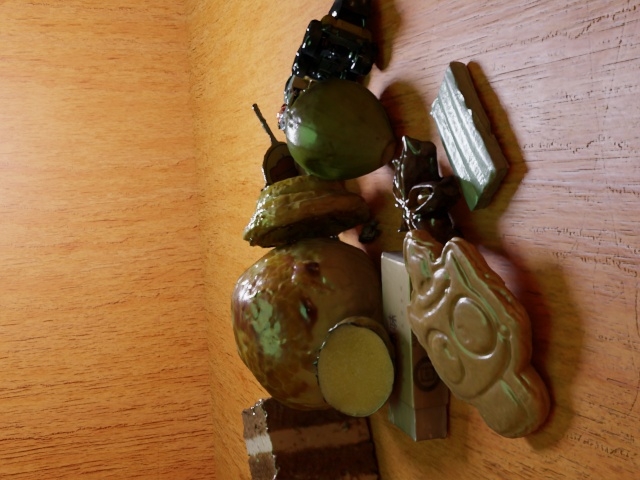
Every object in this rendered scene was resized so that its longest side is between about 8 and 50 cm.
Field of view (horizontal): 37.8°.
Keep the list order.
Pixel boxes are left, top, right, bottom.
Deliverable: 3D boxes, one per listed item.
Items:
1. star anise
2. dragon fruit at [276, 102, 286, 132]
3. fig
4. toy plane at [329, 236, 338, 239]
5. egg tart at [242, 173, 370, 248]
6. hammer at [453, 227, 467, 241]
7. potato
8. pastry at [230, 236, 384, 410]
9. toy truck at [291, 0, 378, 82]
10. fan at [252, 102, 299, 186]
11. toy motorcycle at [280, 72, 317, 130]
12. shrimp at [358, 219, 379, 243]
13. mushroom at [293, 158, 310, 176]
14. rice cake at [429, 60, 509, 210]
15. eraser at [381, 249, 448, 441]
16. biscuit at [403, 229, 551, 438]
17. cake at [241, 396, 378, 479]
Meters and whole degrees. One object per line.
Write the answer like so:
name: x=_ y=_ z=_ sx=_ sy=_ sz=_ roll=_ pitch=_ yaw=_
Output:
star anise: x=0.187 y=-0.076 z=1.628 sx=0.214 sy=0.099 sz=0.219 roll=159 pitch=104 yaw=-73
dragon fruit: x=-0.068 y=-0.302 z=2.354 sx=0.116 sy=0.081 sz=0.086 roll=73 pitch=-160 yaw=-71
fig: x=0.037 y=-0.217 z=1.872 sx=0.230 sy=0.207 sz=0.207 roll=-131 pitch=40 yaw=-58
toy plane: x=0.000 y=0.000 z=2.253 sx=0.096 sy=0.060 sz=0.235 roll=138 pitch=126 yaw=-66
egg tart: x=-0.035 y=-0.065 z=2.002 sx=0.290 sy=0.290 sz=0.115 roll=141 pitch=120 yaw=-67
hammer: x=0.243 y=0.068 z=1.637 sx=0.062 sy=0.017 sz=0.182 roll=174 pitch=90 yaw=-71
potato: x=0.074 y=0.235 z=1.790 sx=0.081 sy=0.164 sz=0.200 roll=-36 pitch=-44 yaw=-64
pastry: x=-0.028 y=0.177 z=1.997 sx=0.388 sy=0.313 sz=0.388 roll=175 pitch=90 yaw=-74
toy truck: x=0.037 y=-0.421 z=1.960 sx=0.224 sy=0.147 sz=0.165 roll=138 pitch=149 yaw=-70
fan: x=-0.078 y=-0.169 z=2.179 sx=0.011 sy=0.229 sz=0.335 roll=-24 pitch=98 yaw=33
toy motorcycle: x=-0.032 y=-0.343 z=2.196 sx=0.229 sy=0.094 sz=0.129 roll=-61 pitch=20 yaw=24
shrimp: x=0.105 y=-0.021 z=2.002 sx=0.092 sy=0.029 sz=0.038 roll=147 pitch=125 yaw=-63
mushroom: x=-0.007 y=-0.161 z=2.180 sx=0.108 sy=0.096 sz=0.246 roll=115 pitch=145 yaw=-66
rice cake: x=0.241 y=-0.175 z=1.541 sx=0.127 sy=0.043 sz=0.237 roll=111 pitch=148 yaw=-51
eraser: x=0.177 y=0.193 z=1.763 sx=0.144 sy=0.078 sz=0.343 roll=-161 pitch=67 yaw=-71
biscuit: x=0.232 y=0.141 z=1.490 sx=0.376 sy=0.051 sz=0.269 roll=59 pitch=150 yaw=21
cake: x=-0.032 y=0.504 z=2.174 sx=0.282 sy=0.256 sz=0.290 roll=138 pitch=127 yaw=-68
